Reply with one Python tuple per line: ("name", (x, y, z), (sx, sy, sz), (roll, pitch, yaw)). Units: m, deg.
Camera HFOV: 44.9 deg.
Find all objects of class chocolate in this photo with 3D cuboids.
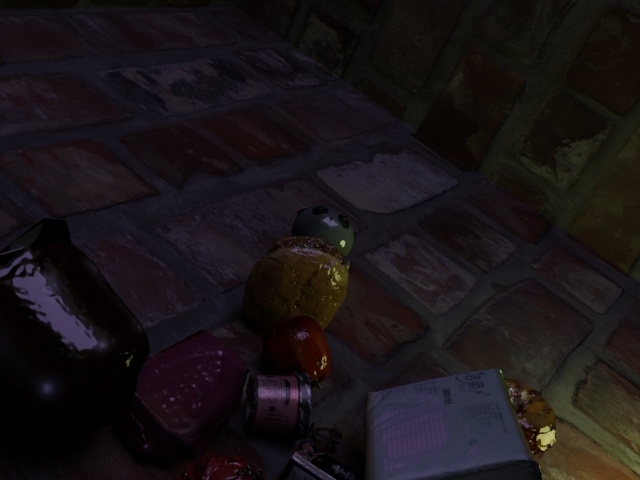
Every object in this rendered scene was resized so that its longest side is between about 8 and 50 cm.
("chocolate", (-0.494, 0.201, 1.474), (0.331, 0.384, 0.384), (34, 30, 0))

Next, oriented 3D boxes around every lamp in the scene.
("lamp", (0.000, 0.000, 2.357), (0.197, 0.198, 0.244), (25, 38, -3))

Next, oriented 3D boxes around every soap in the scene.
("soap", (-0.292, 0.333, 1.649), (0.220, 0.127, 0.325), (35, 31, 18))

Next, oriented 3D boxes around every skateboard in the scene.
("skateboard", (-0.008, 0.463, 1.750), (0.080, 0.067, 0.151), (24, 23, 15))

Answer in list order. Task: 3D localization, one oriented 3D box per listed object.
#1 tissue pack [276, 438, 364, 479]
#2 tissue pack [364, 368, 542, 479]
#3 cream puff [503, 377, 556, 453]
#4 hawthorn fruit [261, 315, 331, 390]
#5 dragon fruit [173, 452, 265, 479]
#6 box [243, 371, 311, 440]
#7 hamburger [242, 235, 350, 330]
("tissue pack", (0.002, 0.511, 1.626), (0.170, 0.103, 0.090), (32, 25, 7))
("tissue pack", (0.262, 0.454, 1.613), (0.331, 0.205, 0.405), (-11, 13, 7))
("cream puff", (0.505, 0.471, 2.040), (0.240, 0.164, 0.240), (15, 18, -5))
("hawthorn fruit", (-0.062, 0.275, 1.896), (0.173, 0.179, 0.173), (-5, 4, 0))
("dragon fruit", (-0.190, 0.484, 1.438), (0.172, 0.209, 0.172), (42, 40, -49))
("box", (-0.100, 0.366, 1.735), (0.135, 0.151, 0.151), (8, 34, -15))
("hamburger", (-0.060, 0.120, 2.004), (0.259, 0.283, 0.145), (16, 23, -11))
